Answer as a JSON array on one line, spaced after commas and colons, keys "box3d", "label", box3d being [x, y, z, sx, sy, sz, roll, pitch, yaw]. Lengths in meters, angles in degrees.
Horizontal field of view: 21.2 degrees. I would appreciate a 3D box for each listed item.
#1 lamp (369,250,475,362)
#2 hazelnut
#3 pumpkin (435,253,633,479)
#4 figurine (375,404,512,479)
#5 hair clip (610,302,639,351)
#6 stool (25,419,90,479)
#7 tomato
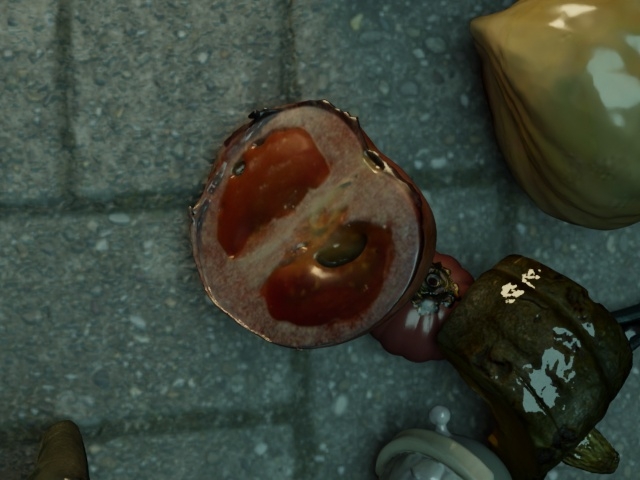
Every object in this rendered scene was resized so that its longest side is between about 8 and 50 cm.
[{"box3d": [0.090, 0.057, 1.524, 0.107, 0.092, 0.107, 6, 58, -10], "label": "lamp"}, {"box3d": [0.241, -0.138, 1.477, 0.241, 0.261, 0.261, 37, 84, 3], "label": "hazelnut"}, {"box3d": [0.206, 0.143, 1.502, 0.131, 0.126, 0.248, -48, 131, -20], "label": "pumpkin"}, {"box3d": [0.113, 0.265, 1.511, 0.141, 0.162, 0.236, -28, 114, -36], "label": "figurine"}, {"box3d": [0.347, 0.037, 1.616, 0.275, 0.048, 0.083, -34, 97, -15], "label": "hair clip"}, {"box3d": [-0.286, 0.309, 1.344, 0.226, 0.310, 0.310, 0, 92, -9], "label": "stool"}, {"box3d": [0.000, 0.000, 1.477, 0.199, 0.112, 0.228, -39, 63, 10], "label": "tomato"}]
